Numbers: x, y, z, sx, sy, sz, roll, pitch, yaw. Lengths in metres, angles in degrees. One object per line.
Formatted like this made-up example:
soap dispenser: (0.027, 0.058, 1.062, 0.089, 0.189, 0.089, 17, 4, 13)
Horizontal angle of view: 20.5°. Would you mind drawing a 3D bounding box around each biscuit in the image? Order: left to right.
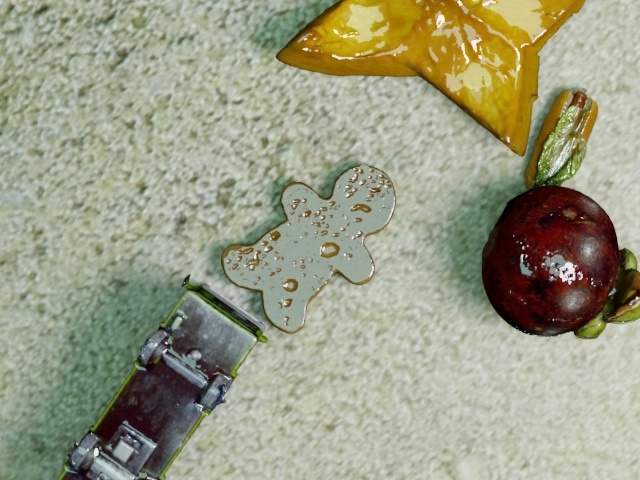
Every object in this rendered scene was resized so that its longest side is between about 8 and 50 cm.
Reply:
biscuit: (0.000, 0.000, 1.928, 0.205, 0.031, 0.138, -45, 90, 2)

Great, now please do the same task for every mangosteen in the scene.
mangosteen: (0.257, 0.032, 1.856, 0.180, 0.166, 0.166, 31, 92, -5)

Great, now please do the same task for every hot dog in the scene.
hot dog: (0.261, -0.103, 1.911, 0.056, 0.041, 0.133, 24, 92, 2)

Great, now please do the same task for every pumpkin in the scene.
pumpkin: (0.138, -0.251, 1.888, 0.290, 0.095, 0.258, 25, 96, 5)

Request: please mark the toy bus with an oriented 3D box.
toy bus: (-0.179, 0.187, 1.891, 0.113, 0.139, 0.302, 36, 100, 2)
